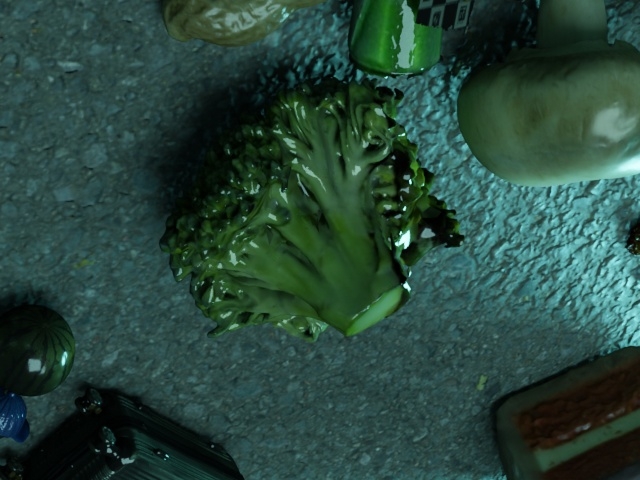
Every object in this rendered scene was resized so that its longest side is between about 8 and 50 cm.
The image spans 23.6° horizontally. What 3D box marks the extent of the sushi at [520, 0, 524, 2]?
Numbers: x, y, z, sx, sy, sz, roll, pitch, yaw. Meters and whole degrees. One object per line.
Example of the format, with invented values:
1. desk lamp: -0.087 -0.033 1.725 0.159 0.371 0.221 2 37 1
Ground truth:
1. sushi: 0.244 -0.332 1.667 0.150 0.090 0.078 -41 131 15

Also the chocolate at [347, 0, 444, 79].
1. chocolate: 0.090 -0.320 1.589 0.110 0.110 0.291 -7 122 -21

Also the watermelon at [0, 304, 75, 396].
1. watermelon: -0.342 0.137 1.786 0.105 0.105 0.133 6 132 -31

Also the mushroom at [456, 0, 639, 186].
1. mushroom: 0.288 -0.181 1.746 0.260 0.254 0.234 -7 94 -20

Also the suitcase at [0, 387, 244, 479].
1. suitcase: -0.246 0.328 1.990 0.202 0.128 0.312 -41 136 12

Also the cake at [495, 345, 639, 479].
1. cake: 0.426 0.335 2.262 0.309 0.237 0.230 -20 135 -7

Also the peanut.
1. peanut: -0.057 -0.267 1.576 0.228 0.085 0.104 -31 117 5

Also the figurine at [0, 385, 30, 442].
1. figurine: -0.420 0.222 1.860 0.136 0.077 0.079 -16 102 8

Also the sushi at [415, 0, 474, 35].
1. sushi: 0.161 -0.308 1.590 0.139 0.031 0.201 -11 117 -61

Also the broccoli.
1. broccoli: -0.012 -0.019 1.738 0.334 0.272 0.324 -28 176 -11

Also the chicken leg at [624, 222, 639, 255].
1. chicken leg: 0.462 0.021 2.138 0.062 0.037 0.145 -15 138 17
